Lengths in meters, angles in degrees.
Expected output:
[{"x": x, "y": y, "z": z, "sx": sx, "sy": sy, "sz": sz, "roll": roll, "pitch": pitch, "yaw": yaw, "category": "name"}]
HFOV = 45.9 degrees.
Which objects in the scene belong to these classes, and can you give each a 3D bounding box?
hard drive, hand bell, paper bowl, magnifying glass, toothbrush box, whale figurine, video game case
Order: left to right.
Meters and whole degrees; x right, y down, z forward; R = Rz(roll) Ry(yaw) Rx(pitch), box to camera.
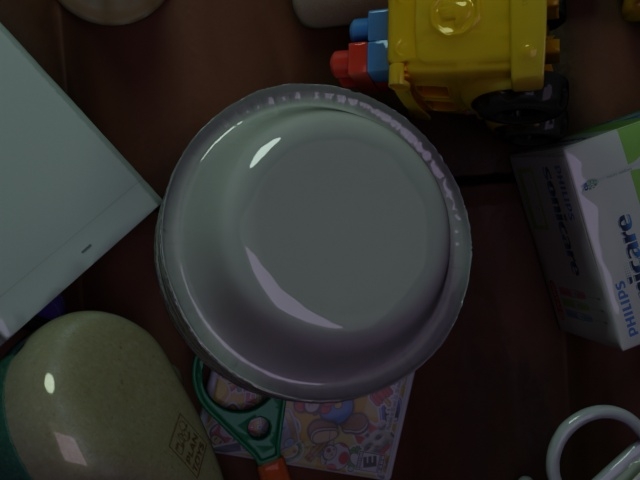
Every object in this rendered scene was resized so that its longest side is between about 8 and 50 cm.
[{"x": -0.301, "y": -0.089, "z": 0.630, "sx": 0.307, "sy": 0.040, "sz": 0.203, "roll": 49, "pitch": 45, "yaw": -11, "category": "hard drive"}, {"x": -0.176, "y": -0.261, "z": 0.598, "sx": 0.126, "sy": 0.242, "sz": 0.126, "roll": 0, "pitch": 92, "yaw": -11, "category": "hand bell"}, {"x": -0.173, "y": 0.191, "z": 0.646, "sx": 0.141, "sy": 0.216, "sz": 0.272, "roll": -29, "pitch": 116, "yaw": 19, "category": "whale figurine"}, {"x": -0.057, "y": 0.189, "z": 0.732, "sx": 0.092, "sy": 0.026, "sz": 0.231, "roll": -19, "pitch": 94, "yaw": -11, "category": "magnifying glass"}, {"x": -0.002, "y": 0.115, "z": 0.764, "sx": 0.206, "sy": 0.026, "sz": 0.227, "roll": 13, "pitch": 90, "yaw": -12, "category": "video game case"}, {"x": 0.000, "y": 0.000, "z": 0.671, "sx": 0.284, "sy": 0.148, "sz": 0.285, "roll": 3, "pitch": 79, "yaw": -15, "category": "paper bowl"}, {"x": 0.372, "y": -0.038, "z": 0.786, "sx": 0.283, "sy": 0.122, "sz": 0.206, "roll": -20, "pitch": 97, "yaw": -11, "category": "toothbrush box"}]

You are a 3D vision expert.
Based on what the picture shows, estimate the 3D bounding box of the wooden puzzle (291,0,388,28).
[{"x": 0.107, "y": -0.403, "z": 0.733, "sx": 0.321, "sy": 0.080, "sz": 0.348, "roll": -10, "pitch": 95, "yaw": -11, "category": "wooden puzzle"}]

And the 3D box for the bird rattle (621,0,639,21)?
[{"x": 0.413, "y": -0.307, "z": 0.784, "sx": 0.206, "sy": 0.143, "sz": 0.254, "roll": 3, "pitch": 89, "yaw": 4, "category": "bird rattle"}]

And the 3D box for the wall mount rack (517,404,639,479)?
[{"x": 0.377, "y": 0.266, "z": 0.807, "sx": 0.304, "sy": 0.130, "sz": 0.350, "roll": -41, "pitch": 100, "yaw": -4, "category": "wall mount rack"}]

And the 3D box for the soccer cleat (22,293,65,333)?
[{"x": -0.344, "y": -0.032, "z": 0.649, "sx": 0.318, "sy": 0.108, "sz": 0.116, "roll": 34, "pitch": 77, "yaw": -11, "category": "soccer cleat"}]

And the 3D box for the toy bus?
[{"x": 0.125, "y": -0.170, "z": 0.713, "sx": 0.211, "sy": 0.220, "sz": 0.150, "roll": -3, "pitch": 82, "yaw": 19, "category": "toy bus"}]
